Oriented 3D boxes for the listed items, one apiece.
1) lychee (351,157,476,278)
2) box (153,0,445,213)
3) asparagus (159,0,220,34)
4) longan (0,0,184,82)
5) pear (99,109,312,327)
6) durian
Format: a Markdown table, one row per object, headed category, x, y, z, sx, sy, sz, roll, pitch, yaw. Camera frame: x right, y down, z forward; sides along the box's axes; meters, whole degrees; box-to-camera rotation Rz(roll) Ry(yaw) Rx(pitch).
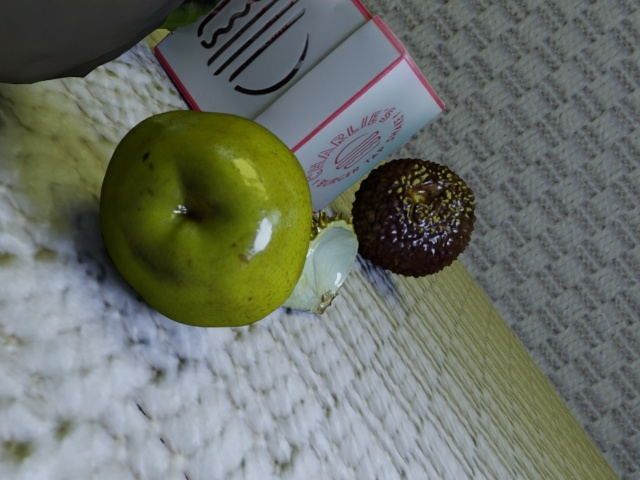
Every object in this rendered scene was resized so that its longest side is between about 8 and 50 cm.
| category | x | y | z | sx | sy | sz | roll | pitch | yaw |
| --- | --- | --- | --- | --- | --- | --- | --- | --- | --- |
| lychee | 0.187 | -0.038 | 1.480 | 0.267 | 0.267 | 0.267 | 49 | 14 | -17 |
| box | -0.025 | -0.263 | 1.181 | 0.300 | 0.314 | 0.312 | 55 | 14 | 16 |
| asparagus | -0.230 | -0.334 | 0.931 | 0.382 | 0.108 | 0.128 | -37 | 133 | -65 |
| longan | -0.233 | -0.323 | 0.460 | 0.436 | 0.404 | 0.404 | 43 | 17 | -44 |
| pear | -0.098 | -0.018 | 0.618 | 0.198 | 0.198 | 0.198 | 49 | 14 | -17 |
| durian | -0.037 | 0.026 | 0.932 | 0.252 | 0.144 | 0.139 | 33 | 61 | -71 |
